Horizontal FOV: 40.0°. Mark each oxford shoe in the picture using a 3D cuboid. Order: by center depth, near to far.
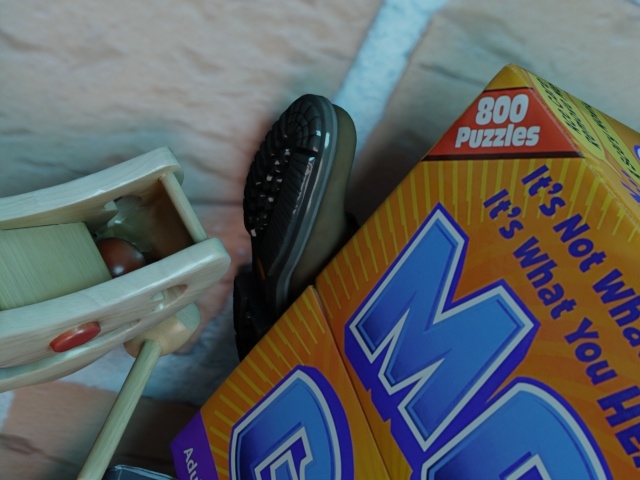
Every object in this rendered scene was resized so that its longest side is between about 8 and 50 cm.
[{"bbox_3d":[0.000,0.000,0.572,0.096,0.082,0.227,-7,137,-18],"label":"oxford shoe"}]

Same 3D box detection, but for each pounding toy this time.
[{"bbox_3d":[-0.128,0.048,0.499,0.154,0.154,0.269,-35,167,24],"label":"pounding toy"}]

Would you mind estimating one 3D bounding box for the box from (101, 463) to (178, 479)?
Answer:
[{"bbox_3d":[-0.151,0.404,0.620,0.212,0.395,0.293,25,143,-25],"label":"box"}]

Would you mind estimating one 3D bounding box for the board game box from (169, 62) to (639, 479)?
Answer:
[{"bbox_3d":[0.180,0.189,0.522,0.357,0.356,0.356,17,126,-38],"label":"board game box"}]
